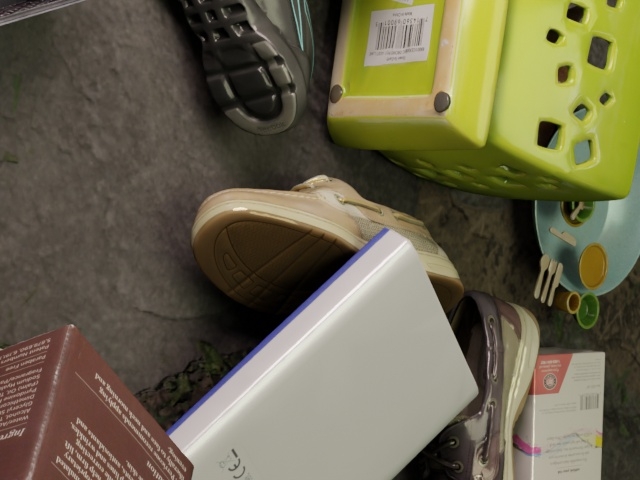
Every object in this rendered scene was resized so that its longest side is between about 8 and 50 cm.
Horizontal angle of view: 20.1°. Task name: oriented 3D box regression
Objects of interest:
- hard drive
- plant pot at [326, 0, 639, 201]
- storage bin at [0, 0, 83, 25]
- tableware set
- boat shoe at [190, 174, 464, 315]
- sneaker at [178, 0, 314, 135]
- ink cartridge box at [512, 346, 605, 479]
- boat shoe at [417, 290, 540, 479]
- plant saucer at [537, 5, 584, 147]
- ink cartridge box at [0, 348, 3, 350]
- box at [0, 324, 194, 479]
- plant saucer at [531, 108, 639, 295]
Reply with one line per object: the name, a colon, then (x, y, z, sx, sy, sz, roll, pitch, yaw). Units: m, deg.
hard drive: (-0.015, 0.165, 1.497, 0.319, 0.040, 0.210, -43, 135, -17)
plant pot: (0.139, -0.162, 1.578, 0.207, 0.228, 0.227, 11, 86, -39)
storage bin: (-0.250, -0.215, 1.282, 0.180, 0.084, 0.122, -25, 110, -41)
tableware set: (0.266, 0.006, 1.797, 0.104, 0.024, 0.154, 29, 73, -42)
boat shoe: (0.000, 0.000, 1.546, 0.302, 0.109, 0.098, 15, 43, -44)
sneaker: (-0.075, -0.219, 1.465, 0.106, 0.101, 0.267, -54, 129, -55)
ink cartridge box: (0.221, 0.208, 1.792, 0.115, 0.067, 0.198, 1, 91, -44)
boat shoe: (0.129, 0.183, 1.681, 0.092, 0.103, 0.285, 28, 70, -37)
plant saucer: (0.222, -0.154, 1.739, 0.168, 0.029, 0.168, -60, 165, -27)
ink cartridge box: (-0.242, 0.118, 1.356, 0.115, 0.029, 0.063, 52, 59, -34)
box: (-0.210, 0.200, 1.244, 0.168, 0.167, 0.203, 55, 27, -32)
plant saucer: (0.267, -0.040, 1.836, 0.195, 0.037, 0.195, -4, 96, -44)
